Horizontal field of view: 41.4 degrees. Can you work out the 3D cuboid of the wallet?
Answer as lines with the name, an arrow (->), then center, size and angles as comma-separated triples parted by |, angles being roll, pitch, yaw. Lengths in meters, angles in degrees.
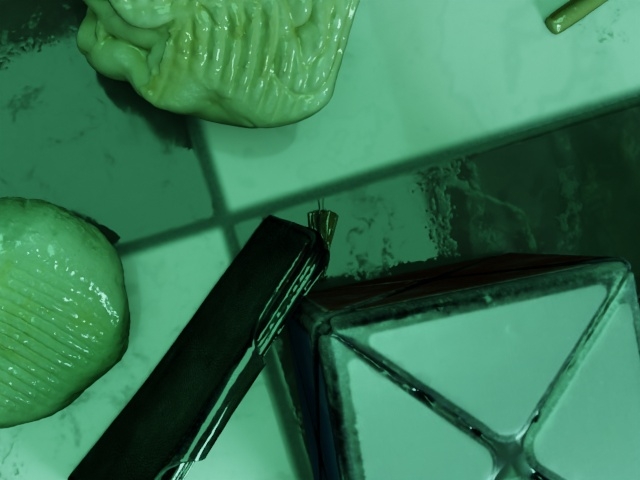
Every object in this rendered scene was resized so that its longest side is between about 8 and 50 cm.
wallet -> -0.105, 0.120, 0.738 | 0.045, 0.172, 0.318 | 38, 83, -21

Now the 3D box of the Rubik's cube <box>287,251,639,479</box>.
Rubik's cube -> 0.121, 0.154, 0.728 | 0.254, 0.259, 0.260 | -10, 94, -7

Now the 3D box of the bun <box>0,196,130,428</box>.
bun -> -0.272, 0.054, 0.733 | 0.212, 0.126, 0.204 | -31, 119, -2

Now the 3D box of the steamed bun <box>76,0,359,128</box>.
steamed bun -> -0.104, -0.259, 0.730 | 0.289, 0.203, 0.276 | 16, 112, -6

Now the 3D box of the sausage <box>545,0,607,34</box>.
sausage -> 0.289, -0.256, 0.873 | 0.132, 0.024, 0.024 | -35, 94, -6

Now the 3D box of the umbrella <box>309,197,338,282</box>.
umbrella -> 0.002, 0.000, 0.829 | 0.031, 0.020, 0.083 | 0, 89, -48
